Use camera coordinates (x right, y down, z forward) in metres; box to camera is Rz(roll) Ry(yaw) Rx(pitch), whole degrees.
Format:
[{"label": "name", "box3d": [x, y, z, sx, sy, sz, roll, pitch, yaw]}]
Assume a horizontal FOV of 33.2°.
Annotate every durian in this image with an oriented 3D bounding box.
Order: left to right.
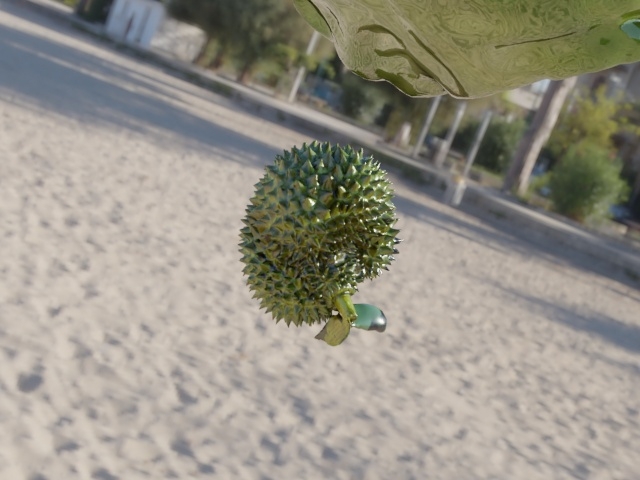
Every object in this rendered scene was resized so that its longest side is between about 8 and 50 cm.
[{"label": "durian", "box3d": [-0.011, -0.004, 1.050, 0.146, 0.198, 0.159, 26, -16, -33]}]

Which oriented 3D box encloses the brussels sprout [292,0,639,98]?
[{"label": "brussels sprout", "box3d": [0.093, -0.299, 0.706, 0.361, 0.342, 0.425, 58, 1, -19]}]
